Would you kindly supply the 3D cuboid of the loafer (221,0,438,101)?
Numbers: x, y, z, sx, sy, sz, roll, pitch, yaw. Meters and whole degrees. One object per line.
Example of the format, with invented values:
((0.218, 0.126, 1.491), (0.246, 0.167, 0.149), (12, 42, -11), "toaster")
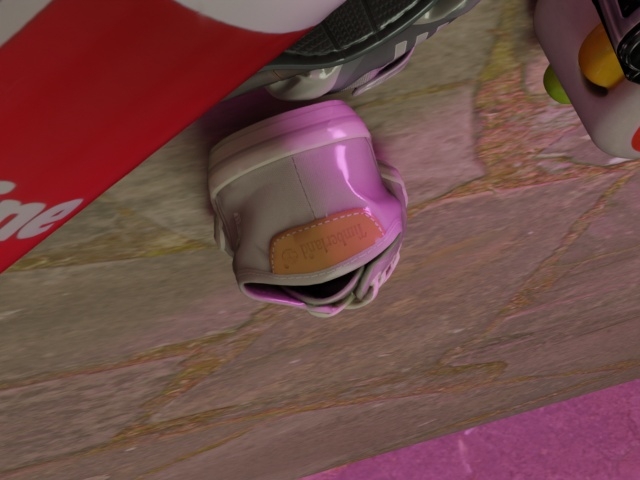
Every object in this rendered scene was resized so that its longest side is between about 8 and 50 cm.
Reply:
((-0.039, -0.136, 0.912), (0.267, 0.096, 0.084), (-22, -177, 16), "loafer")

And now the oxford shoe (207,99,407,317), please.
((0.000, 0.000, 1.201), (0.169, 0.130, 0.449), (-22, 172, 1), "oxford shoe")

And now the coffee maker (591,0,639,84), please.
((0.206, -0.191, 0.881), (0.171, 0.178, 0.120), (-12, 159, -33), "coffee maker")

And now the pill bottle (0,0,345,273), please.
((-0.122, -0.131, 0.559), (0.407, 0.229, 0.229), (-35, 159, 30), "pill bottle")

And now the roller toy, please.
((0.272, -0.155, 1.120), (0.191, 0.146, 0.209), (-24, 162, -1), "roller toy")

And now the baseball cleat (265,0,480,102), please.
((0.052, -0.157, 0.991), (0.206, 0.072, 0.109), (-25, 172, 34), "baseball cleat")
